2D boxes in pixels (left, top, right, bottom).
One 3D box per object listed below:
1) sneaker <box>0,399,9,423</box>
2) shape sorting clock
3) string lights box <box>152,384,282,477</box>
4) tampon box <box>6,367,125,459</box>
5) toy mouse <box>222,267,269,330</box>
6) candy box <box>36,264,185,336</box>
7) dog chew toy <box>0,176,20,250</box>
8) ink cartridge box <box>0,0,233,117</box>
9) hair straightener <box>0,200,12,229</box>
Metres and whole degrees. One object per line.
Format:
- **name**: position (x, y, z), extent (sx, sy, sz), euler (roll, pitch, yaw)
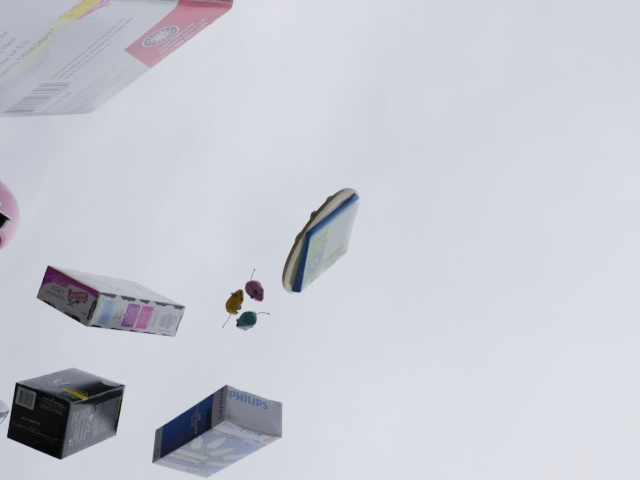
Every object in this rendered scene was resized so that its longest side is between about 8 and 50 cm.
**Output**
- **sneaker**: position (-0.569, 0.292, 1.227), extent (0.235, 0.094, 0.153), euler (-7, -144, 39)
- **shape sorting clock**: position (0.000, 0.000, 1.406), extent (0.040, 0.206, 0.206), euler (30, -94, 21)
- **string lights box**: position (-0.202, 0.373, 1.622), extent (0.260, 0.133, 0.076), euler (-37, -140, 39)
- **tampon box**: position (-0.442, 0.297, 1.468), extent (0.120, 0.161, 0.101), euler (14, -83, 20)
- **toy mouse**: position (-0.165, 0.145, 1.890), extent (0.143, 0.031, 0.161), euler (23, -90, 49)
- **candy box**: position (-0.398, 0.118, 1.611), extent (0.159, 0.233, 0.071), euler (21, -88, 33)
- **dog chew toy**: position (-0.820, -0.116, 1.924), extent (0.206, 0.206, 0.332), euler (-41, -122, 17)
- **ink cartridge box**: position (-0.256, -0.191, 0.648), extent (0.226, 0.306, 0.131), euler (-23, -95, 36)
- **hair straightener**: position (-0.260, -0.008, 0.575), extent (0.047, 0.230, 0.089), euler (30, -125, 16)
